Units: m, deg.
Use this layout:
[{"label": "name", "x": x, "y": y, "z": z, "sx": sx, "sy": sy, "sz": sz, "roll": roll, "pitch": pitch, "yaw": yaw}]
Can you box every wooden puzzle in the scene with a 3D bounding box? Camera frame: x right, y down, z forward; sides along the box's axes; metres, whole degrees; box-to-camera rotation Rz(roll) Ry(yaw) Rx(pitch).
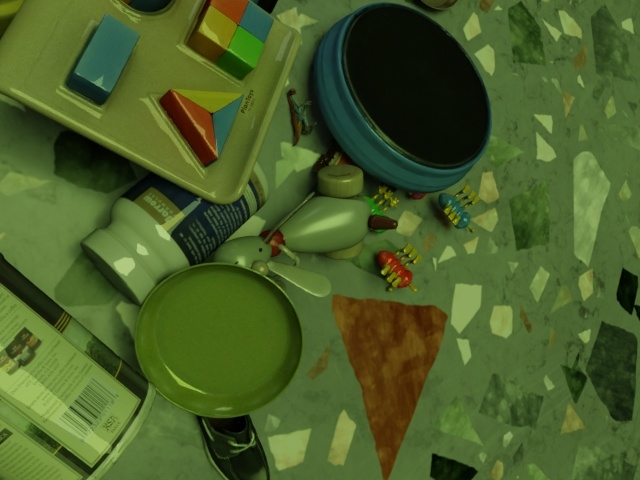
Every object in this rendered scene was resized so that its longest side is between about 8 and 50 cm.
[{"label": "wooden puzzle", "x": -0.207, "y": -0.261, "z": 0.771, "sx": 0.348, "sy": 0.080, "sz": 0.322, "roll": 26, "pitch": 69, "yaw": -24}]

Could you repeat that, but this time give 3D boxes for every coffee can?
[{"label": "coffee can", "x": -0.381, "y": 0.177, "z": 0.722, "sx": 0.275, "sy": 0.201, "sz": 0.201, "roll": 48, "pitch": 65, "yaw": -18}]

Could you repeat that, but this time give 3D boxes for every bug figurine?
[{"label": "bug figurine", "x": 0.183, "y": -0.040, "z": 1.140, "sx": 0.279, "sy": 0.072, "sz": 0.216, "roll": -41, "pitch": 99, "yaw": -22}]

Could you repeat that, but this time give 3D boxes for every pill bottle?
[{"label": "pill bottle", "x": -0.215, "y": -0.036, "z": 0.864, "sx": 0.264, "sy": 0.153, "sz": 0.153, "roll": -47, "pitch": 108, "yaw": -25}]

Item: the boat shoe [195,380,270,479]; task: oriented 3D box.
[{"label": "boat shoe", "x": -0.142, "y": 0.315, "z": 0.919, "sx": 0.084, "sy": 0.079, "sz": 0.233, "roll": -29, "pitch": 101, "yaw": -30}]

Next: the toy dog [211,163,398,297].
[{"label": "toy dog", "x": 0.000, "y": 0.000, "z": 0.934, "sx": 0.333, "sy": 0.161, "sz": 0.220, "roll": -49, "pitch": 135, "yaw": -30}]

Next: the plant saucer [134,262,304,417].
[{"label": "plant saucer", "x": -0.144, "y": 0.142, "z": 0.830, "sx": 0.241, "sy": 0.037, "sz": 0.241, "roll": 0, "pitch": 105, "yaw": -2}]

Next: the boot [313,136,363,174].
[{"label": "boot", "x": 0.057, "y": -0.163, "z": 1.094, "sx": 0.084, "sy": 0.059, "sz": 0.158, "roll": 45, "pitch": 69, "yaw": -29}]

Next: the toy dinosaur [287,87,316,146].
[{"label": "toy dinosaur", "x": -0.042, "y": -0.235, "z": 1.049, "sx": 0.082, "sy": 0.047, "sz": 0.090, "roll": 46, "pitch": 75, "yaw": 1}]

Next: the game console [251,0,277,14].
[{"label": "game console", "x": -0.218, "y": -0.349, "z": 0.876, "sx": 0.293, "sy": 0.173, "sz": 0.250, "roll": 17, "pitch": 70, "yaw": -27}]

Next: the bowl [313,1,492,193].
[{"label": "bowl", "x": 0.173, "y": -0.284, "z": 1.104, "sx": 0.391, "sy": 0.077, "sz": 0.391, "roll": 11, "pitch": 66, "yaw": -27}]

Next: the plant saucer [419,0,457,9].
[{"label": "plant saucer", "x": 0.240, "y": -0.582, "z": 1.248, "sx": 0.168, "sy": 0.029, "sz": 0.168, "roll": 3, "pitch": 84, "yaw": -30}]

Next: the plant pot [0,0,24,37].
[{"label": "plant pot", "x": -0.447, "y": -0.419, "z": 0.719, "sx": 0.254, "sy": 0.239, "sz": 0.254, "roll": 3, "pitch": 85, "yaw": -30}]
